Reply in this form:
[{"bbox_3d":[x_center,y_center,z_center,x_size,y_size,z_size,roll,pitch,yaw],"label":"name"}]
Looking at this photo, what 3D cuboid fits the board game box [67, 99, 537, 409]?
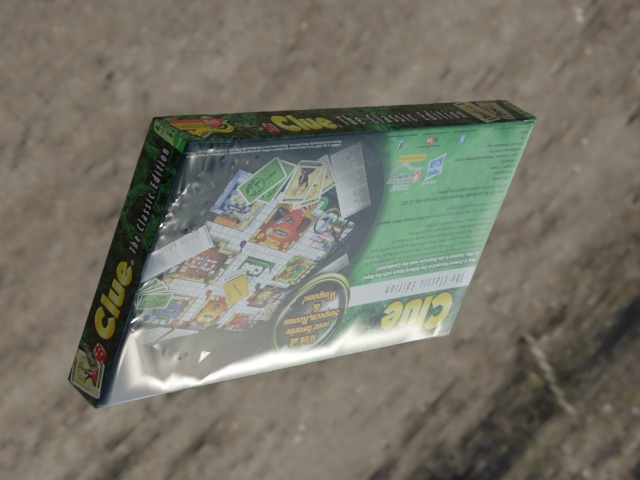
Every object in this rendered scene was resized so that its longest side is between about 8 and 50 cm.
[{"bbox_3d":[0.000,0.000,0.837,0.259,0.030,0.136,-7,123,-49],"label":"board game box"}]
